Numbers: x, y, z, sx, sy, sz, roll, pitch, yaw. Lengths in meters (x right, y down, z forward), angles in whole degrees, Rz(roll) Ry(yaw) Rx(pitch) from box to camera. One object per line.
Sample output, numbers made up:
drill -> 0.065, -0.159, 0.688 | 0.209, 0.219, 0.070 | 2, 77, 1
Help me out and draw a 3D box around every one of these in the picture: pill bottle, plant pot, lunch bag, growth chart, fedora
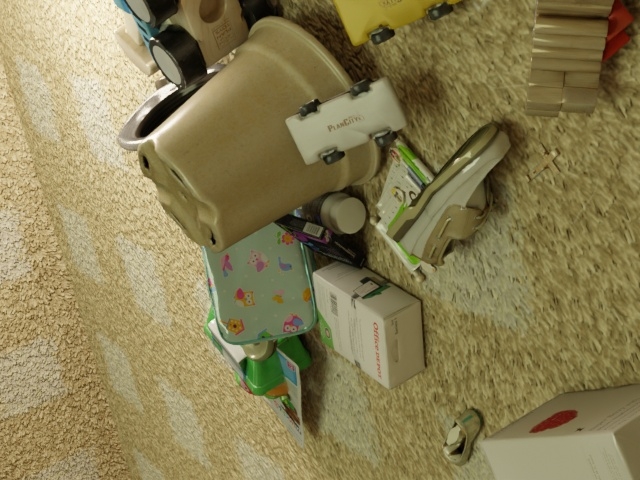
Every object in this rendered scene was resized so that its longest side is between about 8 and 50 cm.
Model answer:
pill bottle -> 0.018, -0.052, 1.857 | 0.137, 0.078, 0.078 | 12, 121, 57
plant pot -> -0.123, -0.152, 1.703 | 0.334, 0.305, 0.334 | 44, 159, 22
lunch bag -> -0.109, 0.064, 1.998 | 0.108, 0.224, 0.279 | -29, -72, -85
growth chart -> 0.150, -0.048, 1.695 | 0.172, 0.021, 0.237 | 48, 148, 28
fedora -> -0.243, -0.220, 1.943 | 0.275, 0.244, 0.124 | -14, 126, 39

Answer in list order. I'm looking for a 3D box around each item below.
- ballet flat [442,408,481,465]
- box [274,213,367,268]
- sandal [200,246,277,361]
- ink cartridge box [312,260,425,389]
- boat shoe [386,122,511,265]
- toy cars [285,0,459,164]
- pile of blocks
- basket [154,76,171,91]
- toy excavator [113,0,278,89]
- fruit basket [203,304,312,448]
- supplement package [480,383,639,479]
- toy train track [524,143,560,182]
ballet flat -> 0.241, 0.356, 1.814 | 0.057, 0.052, 0.168 | 47, 147, 31
box -> 0.000, 0.000, 1.856 | 0.116, 0.029, 0.162 | 19, 171, 37
sandal -> -0.178, 0.108, 2.100 | 0.120, 0.086, 0.303 | -35, 74, 43
ink cartridge box -> 0.089, 0.150, 1.874 | 0.219, 0.092, 0.160 | 31, 137, 47
boat shoe -> 0.208, -0.062, 1.508 | 0.103, 0.113, 0.302 | 41, 148, 2
toy cars -> 0.085, -0.270, 1.495 | 0.176, 0.087, 0.394 | 30, 122, 10
pile of blocks -> 0.307, -0.293, 1.174 | 0.112, 0.149, 0.362 | 6, 139, 10
basket -> -0.250, -0.238, 2.111 | 0.204, 0.154, 0.227 | -7, 102, 61
toy excavator -> -0.292, -0.446, 1.909 | 0.445, 0.222, 0.433 | 38, 160, 38
fruit basket -> -0.147, 0.282, 2.316 | 0.327, 0.165, 0.353 | 47, 150, 32
supplement package -> 0.391, 0.309, 1.384 | 0.293, 0.177, 0.175 | -27, 87, 61
toy train track -> 0.301, -0.101, 1.398 | 0.048, 0.014, 0.083 | 59, 152, 13
